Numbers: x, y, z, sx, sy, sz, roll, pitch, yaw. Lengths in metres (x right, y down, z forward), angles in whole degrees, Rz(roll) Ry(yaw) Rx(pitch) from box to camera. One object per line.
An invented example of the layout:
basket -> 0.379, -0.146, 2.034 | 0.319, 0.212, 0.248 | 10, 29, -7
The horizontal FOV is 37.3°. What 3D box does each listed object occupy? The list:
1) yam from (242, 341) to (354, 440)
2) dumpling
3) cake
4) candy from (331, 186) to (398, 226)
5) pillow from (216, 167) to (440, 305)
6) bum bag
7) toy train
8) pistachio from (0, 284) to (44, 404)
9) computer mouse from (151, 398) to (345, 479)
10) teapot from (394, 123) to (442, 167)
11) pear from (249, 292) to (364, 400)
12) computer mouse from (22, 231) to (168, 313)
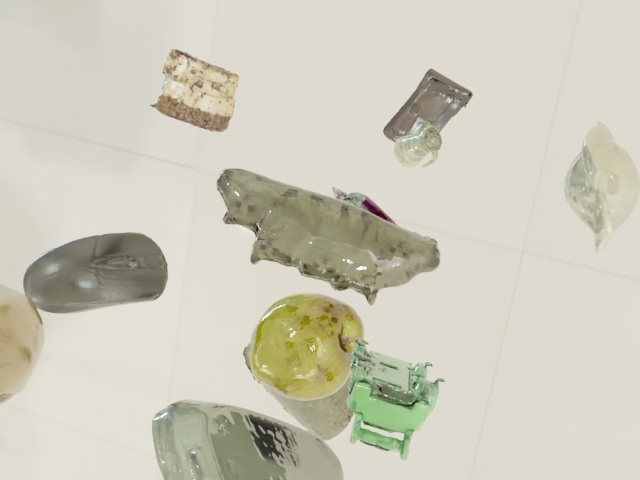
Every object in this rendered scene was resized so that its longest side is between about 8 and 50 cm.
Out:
yam -> -0.024, 0.294, 2.013 | 0.168, 0.168, 0.304 | -16, 135, 23
dumpling -> 0.467, -0.093, 1.581 | 0.124, 0.151, 0.229 | -5, 82, 21
cake -> -0.212, -0.259, 1.678 | 0.135, 0.246, 0.112 | 19, 95, -6
candy -> 0.083, -0.031, 1.491 | 0.175, 0.043, 0.045 | 42, 144, -21
pillow -> 0.001, 0.001, 0.951 | 0.241, 0.051, 0.093 | 20, 75, -1
bum bag -> 0.196, -0.234, 1.756 | 0.109, 0.026, 0.159 | 40, 92, 34
toy train -> 0.068, 0.161, 0.986 | 0.099, 0.149, 0.081 | 17, 95, 0
pistachio -> -0.454, 0.131, 1.247 | 0.162, 0.293, 0.181 | -35, 97, 0
computer mouse -> -0.049, 0.258, 0.911 | 0.095, 0.331, 0.197 | -38, 51, 12
teapot -> 0.171, -0.158, 1.601 | 0.067, 0.057, 0.083 | 57, 147, -3
pear -> -0.023, 0.181, 1.646 | 0.200, 0.200, 0.200 | 5, 105, 20
computer mouse -> -0.416, 0.059, 1.762 | 0.269, 0.086, 0.138 | -9, 75, -15
